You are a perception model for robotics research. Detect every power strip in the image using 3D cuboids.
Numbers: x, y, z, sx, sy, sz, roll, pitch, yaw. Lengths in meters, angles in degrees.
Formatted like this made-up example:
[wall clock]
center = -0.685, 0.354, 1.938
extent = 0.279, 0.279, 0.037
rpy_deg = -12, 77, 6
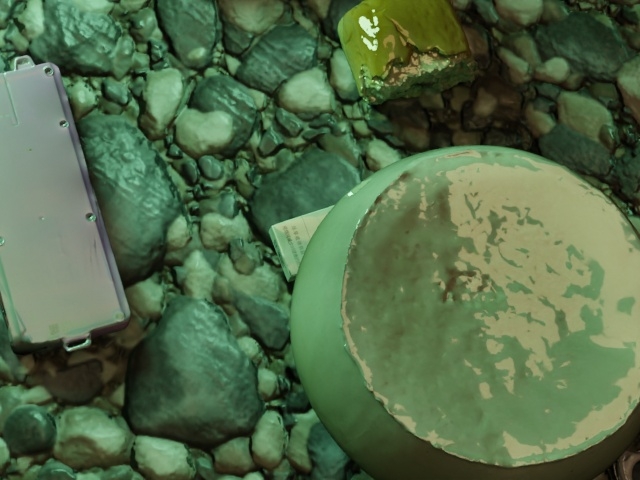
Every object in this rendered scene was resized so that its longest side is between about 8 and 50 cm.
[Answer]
[power strip]
center = -0.256, -0.030, 1.340
extent = 0.109, 0.037, 0.278
rpy_deg = -15, 77, -13

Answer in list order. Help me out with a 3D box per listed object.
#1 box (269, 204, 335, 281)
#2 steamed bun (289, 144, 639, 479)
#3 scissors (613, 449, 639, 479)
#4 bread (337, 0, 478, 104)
[box]
center = 0.000, 0.000, 1.382
extent = 0.083, 0.024, 0.054
rpy_deg = -18, 76, -13
[steamed bun]
center = 0.133, 0.077, 1.284
extent = 0.324, 0.206, 0.324
rpy_deg = 2, 74, -6
[scissors]
center = 0.331, 0.276, 1.363
extent = 0.189, 0.015, 0.100
rpy_deg = 42, 73, 2
[bread]
center = 0.083, -0.191, 1.421
extent = 0.125, 0.082, 0.106
rpy_deg = -19, 84, -11
